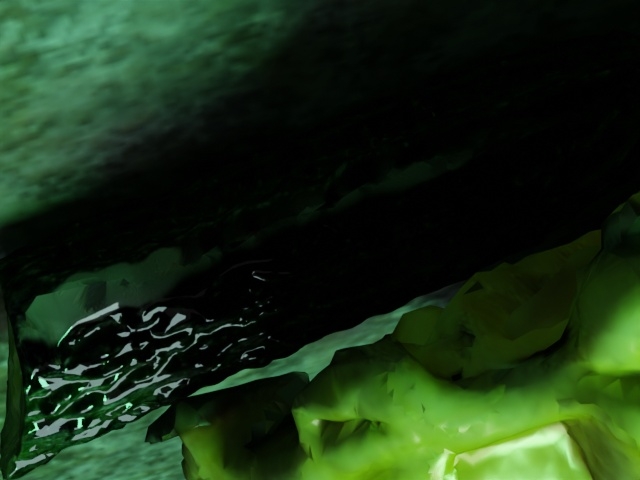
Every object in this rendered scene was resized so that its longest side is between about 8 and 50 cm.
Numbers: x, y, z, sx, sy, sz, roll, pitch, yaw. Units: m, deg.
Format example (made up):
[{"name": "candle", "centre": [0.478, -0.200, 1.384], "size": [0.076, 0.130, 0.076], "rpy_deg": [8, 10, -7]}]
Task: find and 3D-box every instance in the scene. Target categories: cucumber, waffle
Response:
[{"name": "cucumber", "centre": [0.000, 0.000, 0.589], "size": [0.265, 0.077, 0.077], "rpy_deg": [-22, 151, 0]}, {"name": "waffle", "centre": [0.155, 0.010, 0.569], "size": [0.382, 0.095, 0.380], "rpy_deg": [-26, 175, 40]}]
